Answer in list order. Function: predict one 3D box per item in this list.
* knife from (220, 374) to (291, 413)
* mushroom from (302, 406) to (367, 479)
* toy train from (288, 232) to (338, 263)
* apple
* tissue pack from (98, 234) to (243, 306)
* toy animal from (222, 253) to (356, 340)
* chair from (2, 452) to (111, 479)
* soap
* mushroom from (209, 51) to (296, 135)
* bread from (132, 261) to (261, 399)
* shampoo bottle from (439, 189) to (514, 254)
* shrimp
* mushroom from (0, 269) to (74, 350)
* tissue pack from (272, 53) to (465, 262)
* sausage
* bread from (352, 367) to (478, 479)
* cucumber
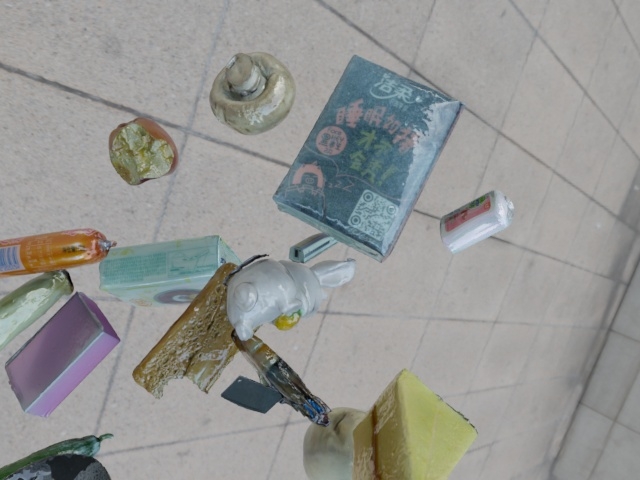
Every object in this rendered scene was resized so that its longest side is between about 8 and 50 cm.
[{"bbox_3d":[-0.112,0.340,1.122,0.072,0.019,0.245,-45,134,9],"label":"knife"},{"bbox_3d":[0.119,0.560,1.314,0.356,0.315,0.315,30,87,-49],"label":"mushroom"},{"bbox_3d":[0.000,0.001,1.504,0.252,0.055,0.048,-31,126,-54],"label":"toy train"},{"bbox_3d":[-0.449,-0.229,1.334,0.147,0.156,0.158,-66,139,-73],"label":"apple"},{"bbox_3d":[-0.469,0.110,1.718,0.287,0.387,0.162,69,15,-68],"label":"tissue pack"},{"bbox_3d":[-0.072,0.106,1.122,0.325,0.154,0.208,-21,166,-45],"label":"toy animal"},{"bbox_3d":[-0.157,0.379,0.493,0.226,0.400,0.227,-27,122,-56],"label":"chair"},{"bbox_3d":[-0.640,0.278,1.308,0.259,0.181,0.081,-47,144,-8],"label":"soap"},{"bbox_3d":[-0.131,-0.278,0.989,0.166,0.166,0.127,-60,150,-6],"label":"mushroom"},{"bbox_3d":[-0.279,0.241,1.307,0.380,0.185,0.109,-51,179,-9],"label":"bread"},{"bbox_3d":[0.212,-0.029,0.706,0.043,0.099,0.072,48,32,-18],"label":"shampoo bottle"},{"bbox_3d":[-0.087,0.307,1.138,0.054,0.290,0.222,-42,157,-23],"label":"shrimp"},{"bbox_3d":[-0.741,0.181,1.276,0.312,0.081,0.100,-46,123,-30],"label":"mushroom"},{"bbox_3d":[0.087,-0.149,0.945,0.316,0.227,0.103,-62,175,-9],"label":"tissue pack"},{"bbox_3d":[-0.622,0.026,1.226,0.093,0.312,0.093,-8,90,-80],"label":"sausage"},{"bbox_3d":[0.093,0.316,0.759,0.264,0.163,0.168,-2,127,-59],"label":"bread"},{"bbox_3d":[-0.401,0.320,0.711,0.250,0.056,0.056,-14,119,-38],"label":"cucumber"}]
